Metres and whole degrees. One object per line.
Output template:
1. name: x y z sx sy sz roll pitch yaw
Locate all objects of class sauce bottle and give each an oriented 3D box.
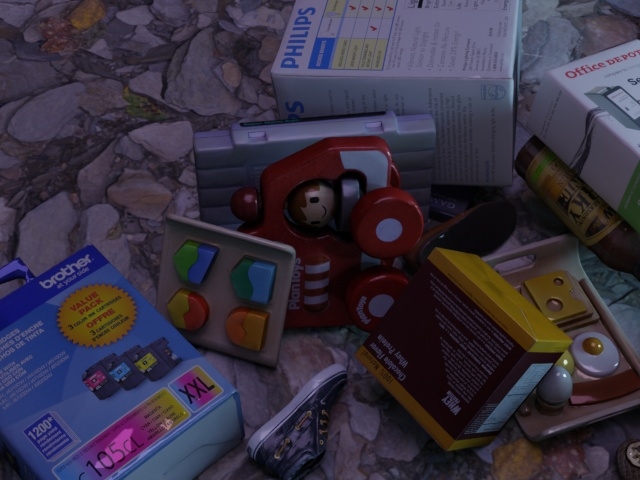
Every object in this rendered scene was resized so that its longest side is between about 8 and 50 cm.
1. sauce bottle: 0.433 -0.034 1.678 0.111 0.111 0.344 -25 54 -20

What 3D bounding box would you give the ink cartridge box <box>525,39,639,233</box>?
1. ink cartridge box: 0.469 -0.155 1.645 0.198 0.115 0.273 -21 54 -27

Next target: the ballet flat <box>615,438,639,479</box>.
1. ballet flat: 0.481 0.353 1.460 0.084 0.058 0.250 -22 55 -19

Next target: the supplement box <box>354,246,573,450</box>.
1. supplement box: 0.191 0.146 1.513 0.191 0.194 0.129 44 19 29

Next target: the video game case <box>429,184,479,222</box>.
1. video game case: 0.188 -0.154 1.887 0.196 0.026 0.274 19 54 13

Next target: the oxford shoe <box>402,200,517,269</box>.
1. oxford shoe: 0.216 -0.013 1.749 0.212 0.076 0.076 -22 17 -28

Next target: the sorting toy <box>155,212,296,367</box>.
1. sorting toy: -0.140 0.076 1.576 0.193 0.208 0.038 15 30 11

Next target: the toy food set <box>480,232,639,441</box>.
1. toy food set: 0.344 0.131 1.615 0.219 0.092 0.306 -16 53 -13

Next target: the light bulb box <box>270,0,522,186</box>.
1. light bulb box: 0.140 -0.284 1.818 0.361 0.225 0.358 3 45 12

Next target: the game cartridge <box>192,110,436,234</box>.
1. game cartridge: -0.008 -0.085 1.694 0.355 0.230 0.068 -5 40 -6

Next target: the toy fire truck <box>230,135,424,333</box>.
1. toy fire truck: 0.000 0.000 1.590 0.253 0.302 0.169 -4 30 -10

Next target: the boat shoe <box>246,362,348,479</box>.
1. boat shoe: -0.009 0.253 1.531 0.083 0.065 0.183 38 65 23

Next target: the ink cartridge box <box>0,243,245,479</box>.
1. ink cartridge box: -0.332 0.188 1.521 0.270 0.151 0.395 -35 58 -26
